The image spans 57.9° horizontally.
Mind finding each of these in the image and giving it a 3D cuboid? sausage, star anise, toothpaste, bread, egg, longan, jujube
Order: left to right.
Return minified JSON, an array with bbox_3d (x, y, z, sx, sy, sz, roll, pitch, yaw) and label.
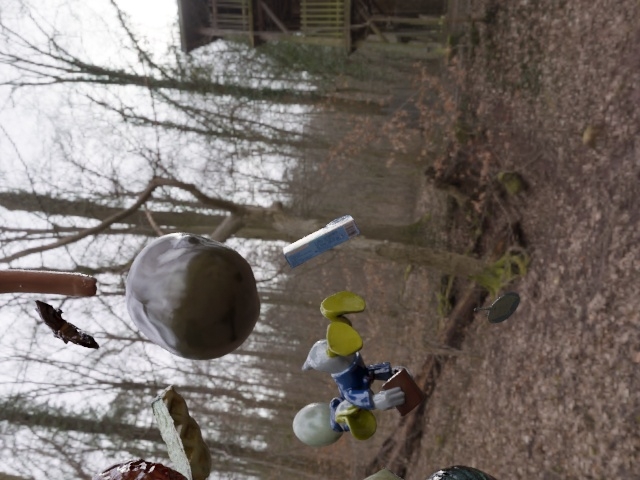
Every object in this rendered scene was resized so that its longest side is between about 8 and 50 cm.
[{"bbox_3d":[-0.454,0.069,0.919,0.043,0.187,0.043,-175,90,-68],"label":"sausage"},{"bbox_3d":[-0.640,0.213,1.424,0.212,0.157,0.053,46,-122,-29],"label":"star anise"},{"bbox_3d":[-0.325,0.505,1.047,0.213,0.233,0.212,17,-90,-81],"label":"jujube"},{"bbox_3d":[-0.311,0.440,1.299,0.088,0.128,0.231,-18,-96,-41],"label":"bread"},{"bbox_3d":[-0.329,0.136,1.501,0.361,0.362,0.360,3,-90,-81],"label":"longan"},{"bbox_3d":[-0.005,0.487,1.528,0.114,0.152,0.114,29,-128,-45],"label":"egg"},{"bbox_3d":[0.000,0.000,1.455,0.044,0.194,0.070,64,180,-17],"label":"toothpaste"}]

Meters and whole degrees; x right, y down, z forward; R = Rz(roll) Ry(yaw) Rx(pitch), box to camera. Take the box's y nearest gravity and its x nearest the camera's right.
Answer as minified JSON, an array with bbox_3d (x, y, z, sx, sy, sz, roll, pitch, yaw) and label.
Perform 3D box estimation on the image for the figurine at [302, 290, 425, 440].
[{"bbox_3d":[0.098,0.330,1.356,0.204,0.284,0.338,-60,-15,-55],"label":"figurine"}]

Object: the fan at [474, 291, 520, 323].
[{"bbox_3d":[0.495,0.191,1.627,0.005,0.176,0.113,50,129,46],"label":"fan"}]

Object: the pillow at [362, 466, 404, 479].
[{"bbox_3d":[0.180,0.708,1.570,0.302,0.185,0.074,-10,101,66],"label":"pillow"}]

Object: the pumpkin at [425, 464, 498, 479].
[{"bbox_3d":[0.285,0.602,1.186,0.248,0.248,0.247,3,-90,-81],"label":"pumpkin"}]
